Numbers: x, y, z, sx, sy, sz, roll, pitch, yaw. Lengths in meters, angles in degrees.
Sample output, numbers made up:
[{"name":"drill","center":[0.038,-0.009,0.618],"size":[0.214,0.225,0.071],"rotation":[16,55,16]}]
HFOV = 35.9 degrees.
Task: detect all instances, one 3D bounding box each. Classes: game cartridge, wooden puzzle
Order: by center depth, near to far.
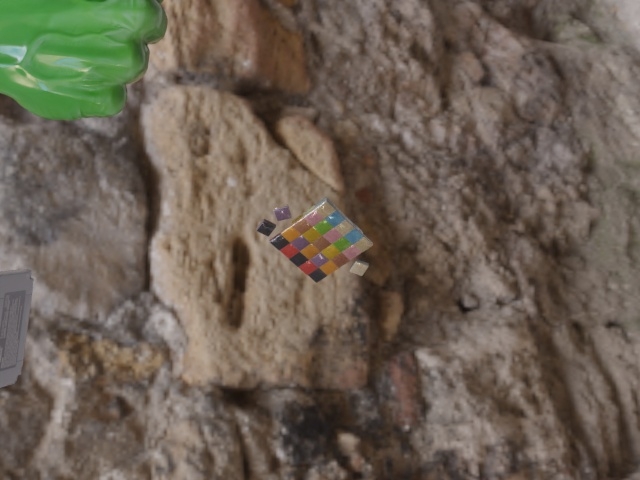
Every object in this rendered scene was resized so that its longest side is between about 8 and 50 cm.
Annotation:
[{"name":"wooden puzzle","center":[0.000,0.000,0.654],"size":[0.049,0.083,0.006],"rotation":[-35,34,20]},{"name":"game cartridge","center":[-0.225,0.062,0.690],"size":[0.056,0.017,0.083],"rotation":[-9,-72,-79]}]

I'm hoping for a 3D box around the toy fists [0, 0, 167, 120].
[{"name":"toy fists","center":[-0.175,-0.225,0.730],"size":[0.096,0.142,0.279],"rotation":[45,-131,-78]}]
